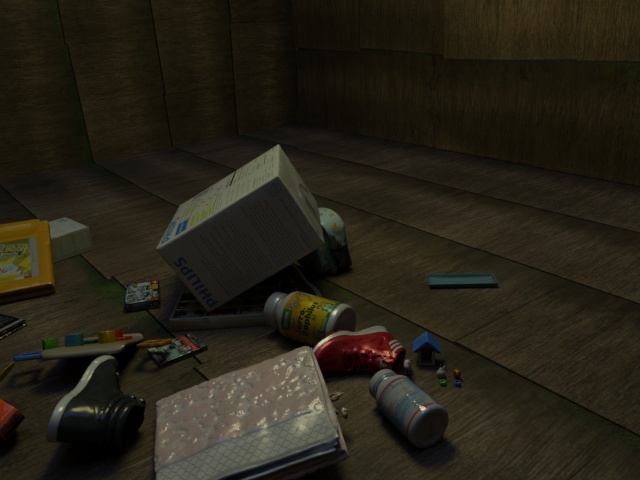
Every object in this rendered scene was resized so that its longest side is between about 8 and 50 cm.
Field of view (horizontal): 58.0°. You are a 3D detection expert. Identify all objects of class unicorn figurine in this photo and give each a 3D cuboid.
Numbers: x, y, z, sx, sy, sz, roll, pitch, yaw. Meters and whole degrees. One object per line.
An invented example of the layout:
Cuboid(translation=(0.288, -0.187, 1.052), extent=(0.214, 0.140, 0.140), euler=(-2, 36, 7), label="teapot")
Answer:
Cuboid(translation=(-0.019, 0.347, 1.065), extent=(0.111, 0.060, 0.162), euler=(-1, 28, 30), label="unicorn figurine")

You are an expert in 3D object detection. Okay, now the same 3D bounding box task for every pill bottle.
Cuboid(translation=(-0.030, 0.188, 1.390), extent=(0.208, 0.118, 0.117), euler=(12, 26, 32), label="pill bottle")
Cuboid(translation=(0.161, 0.311, 1.095), extent=(0.087, 0.087, 0.160), euler=(-13, 23, -24), label="pill bottle")

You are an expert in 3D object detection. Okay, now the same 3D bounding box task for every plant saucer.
Cuboid(translation=(0.402, 0.116, 1.651), extent=(0.192, 0.018, 0.067), euler=(-1, 22, 4), label="plant saucer")

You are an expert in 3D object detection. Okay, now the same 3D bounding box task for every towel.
Cuboid(translation=(-0.141, 0.329, 1.043), extent=(0.331, 0.053, 0.317), euler=(-18, 22, -6), label="towel")

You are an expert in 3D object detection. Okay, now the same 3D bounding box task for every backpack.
Cuboid(translation=(0.000, 0.000, 1.761), extent=(0.144, 0.188, 0.166), euler=(-18, 27, -34), label="backpack")

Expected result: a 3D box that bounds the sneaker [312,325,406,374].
Cuboid(translation=(0.091, 0.252, 1.257), extent=(0.221, 0.087, 0.128), euler=(-16, 24, -28), label="sneaker")

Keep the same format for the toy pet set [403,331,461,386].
Cuboid(translation=(0.241, 0.255, 1.255), extent=(0.122, 0.065, 0.114), euler=(1, 22, 8), label="toy pet set")

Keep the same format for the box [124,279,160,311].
Cuboid(translation=(-0.507, 0.157, 1.650), extent=(0.094, 0.027, 0.137), euler=(-7, 22, -13), label="box")

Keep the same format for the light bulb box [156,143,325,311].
Cuboid(translation=(-0.206, -0.047, 1.581), extent=(0.361, 0.225, 0.358), euler=(-31, 20, 9), label="light bulb box")

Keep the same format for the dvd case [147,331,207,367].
Cuboid(translation=(-0.344, 0.261, 1.387), extent=(0.119, 0.013, 0.087), euler=(-17, 26, -35), label="dvd case")

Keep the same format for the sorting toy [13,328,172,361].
Cuboid(translation=(-0.525, 0.234, 1.352), extent=(0.347, 0.047, 0.196), euler=(-5, -2, -4), label="sorting toy")

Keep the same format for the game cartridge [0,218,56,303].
Cuboid(translation=(-0.975, 0.063, 1.766), extent=(0.285, 0.053, 0.324), euler=(-12, 47, -20), label="game cartridge")

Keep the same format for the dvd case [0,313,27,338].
Cuboid(translation=(-0.918, 0.234, 1.522), extent=(0.221, 0.018, 0.164), euler=(7, 22, 25), label="dvd case")

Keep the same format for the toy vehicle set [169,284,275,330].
Cuboid(translation=(-0.255, 0.179, 1.550), extent=(0.266, 0.035, 0.166), euler=(-4, 22, -1), label="toy vehicle set")

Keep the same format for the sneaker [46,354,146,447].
Cuboid(translation=(-0.414, 0.323, 1.150), extent=(0.147, 0.105, 0.296), euler=(14, 9, -6), label="sneaker")

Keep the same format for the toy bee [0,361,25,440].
Cuboid(translation=(-0.706, 0.308, 1.158), extent=(0.195, 0.162, 0.298), euler=(-34, 66, -27), label="toy bee")

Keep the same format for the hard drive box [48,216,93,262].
Cuboid(translation=(-0.944, 0.008, 1.999), extent=(0.181, 0.089, 0.232), euler=(16, 29, 40), label="hard drive box")

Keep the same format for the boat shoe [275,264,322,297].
Cuboid(translation=(-0.076, 0.130, 1.588), extent=(0.068, 0.081, 0.228), euler=(-10, 25, -28), label="boat shoe")
